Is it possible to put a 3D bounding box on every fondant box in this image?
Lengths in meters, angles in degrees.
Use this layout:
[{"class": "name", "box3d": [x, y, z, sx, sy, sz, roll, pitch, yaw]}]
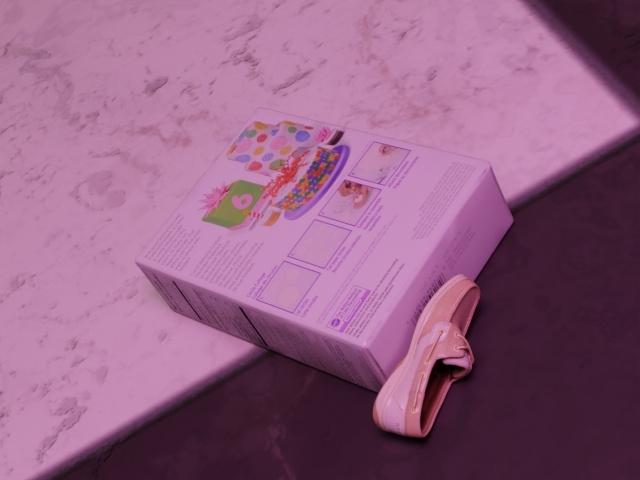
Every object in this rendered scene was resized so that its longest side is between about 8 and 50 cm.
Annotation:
[{"class": "fondant box", "box3d": [0.000, 0.000, 1.325, 0.330, 0.096, 0.238, 18, 62, 38]}]

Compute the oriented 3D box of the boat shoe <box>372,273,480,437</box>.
[{"class": "boat shoe", "box3d": [0.115, 0.112, 1.188, 0.059, 0.063, 0.170, 18, 71, 36]}]
